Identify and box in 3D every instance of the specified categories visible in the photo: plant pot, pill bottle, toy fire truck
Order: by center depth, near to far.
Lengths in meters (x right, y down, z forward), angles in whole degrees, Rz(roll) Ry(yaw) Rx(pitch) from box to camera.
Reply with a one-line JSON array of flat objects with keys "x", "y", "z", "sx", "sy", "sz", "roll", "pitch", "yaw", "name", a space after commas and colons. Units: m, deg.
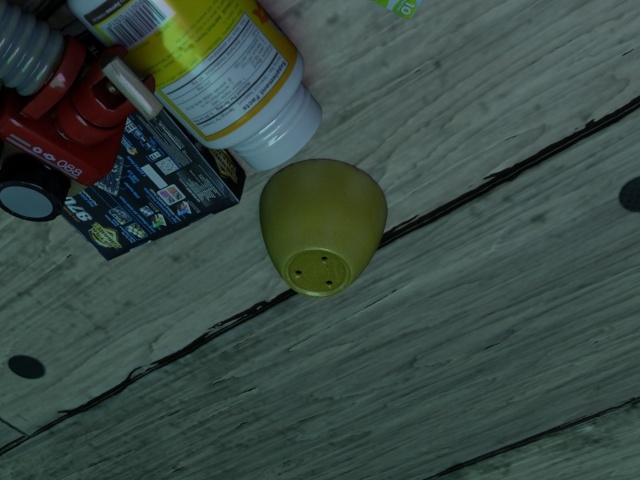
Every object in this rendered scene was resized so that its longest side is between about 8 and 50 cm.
[{"x": -0.215, "y": -0.124, "z": 0.614, "sx": 0.246, "sy": 0.159, "sz": 0.217, "roll": -25, "pitch": 135, "yaw": 38, "name": "toy fire truck"}, {"x": -0.094, "y": -0.158, "z": 0.713, "sx": 0.117, "sy": 0.117, "sz": 0.215, "roll": -27, "pitch": 125, "yaw": 26, "name": "pill bottle"}, {"x": 0.000, "y": 0.000, "z": 0.863, "sx": 0.134, "sy": 0.095, "sz": 0.134, "roll": 2, "pitch": 132, "yaw": 3, "name": "plant pot"}]

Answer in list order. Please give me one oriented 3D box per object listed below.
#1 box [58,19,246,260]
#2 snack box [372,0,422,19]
[{"x": -0.204, "y": -0.092, "z": 0.827, "sx": 0.175, "sy": 0.051, "sz": 0.220, "roll": -22, "pitch": 126, "yaw": 24, "name": "box"}, {"x": 0.064, "y": -0.255, "z": 0.664, "sx": 0.100, "sy": 0.037, "sz": 0.141, "roll": 22, "pitch": 130, "yaw": -17, "name": "snack box"}]
